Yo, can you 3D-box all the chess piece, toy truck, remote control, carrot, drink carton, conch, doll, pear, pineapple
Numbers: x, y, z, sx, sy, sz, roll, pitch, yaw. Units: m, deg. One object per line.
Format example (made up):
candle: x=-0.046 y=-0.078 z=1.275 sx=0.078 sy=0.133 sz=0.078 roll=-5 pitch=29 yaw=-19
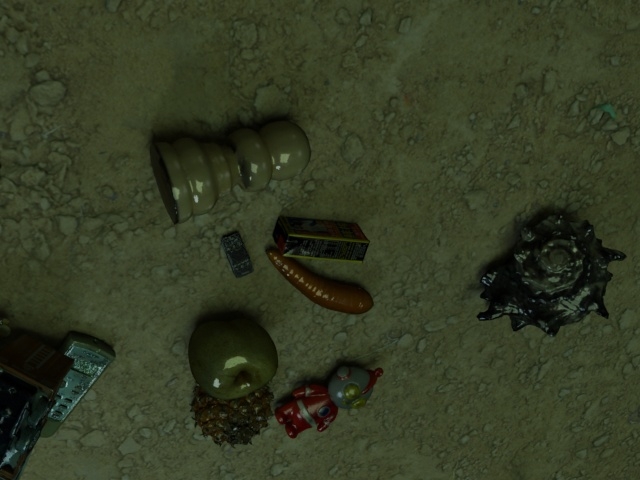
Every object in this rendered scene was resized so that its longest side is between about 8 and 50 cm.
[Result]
chess piece: x=-0.139 y=-0.124 z=1.430 sx=0.261 sy=0.142 sz=0.142 roll=-16 pitch=126 yaw=-17
toy truck: x=-0.548 y=0.321 z=1.512 sx=0.136 sy=0.162 sz=0.305 roll=28 pitch=110 yaw=-2
remote control: x=-0.153 y=0.026 z=1.596 sx=0.039 sy=0.014 sz=0.096 roll=-23 pitch=126 yaw=-6
carrot: x=-0.005 y=0.089 z=1.673 sx=0.271 sy=0.062 sz=0.066 roll=23 pitch=144 yaw=-28
drink carton: x=0.000 y=0.000 z=1.604 sx=0.166 sy=0.071 sz=0.056 roll=5 pitch=117 yaw=-23
conch: x=0.463 y=0.074 z=1.782 sx=0.313 sy=0.186 sz=0.240 roll=-34 pitch=102 yaw=25
remote control: x=-0.484 y=0.273 z=1.613 sx=0.098 sy=0.038 sz=0.233 roll=31 pitch=106 yaw=-35
doll: x=0.026 y=0.335 z=1.836 sx=0.245 sy=0.076 sz=0.142 roll=-26 pitch=128 yaw=1
pear: x=-0.167 y=0.222 z=1.645 sx=0.167 sy=0.136 sz=0.167 roll=-12 pitch=128 yaw=-16
pineapple: x=-0.168 y=0.354 z=1.729 sx=0.176 sy=0.137 sz=0.161 roll=10 pitch=118 yaw=-28

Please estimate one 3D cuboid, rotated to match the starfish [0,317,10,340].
starfish: x=-0.741 y=0.291 z=1.501 sx=0.432 sy=0.082 sz=0.323 roll=-11 pitch=122 yaw=-18
